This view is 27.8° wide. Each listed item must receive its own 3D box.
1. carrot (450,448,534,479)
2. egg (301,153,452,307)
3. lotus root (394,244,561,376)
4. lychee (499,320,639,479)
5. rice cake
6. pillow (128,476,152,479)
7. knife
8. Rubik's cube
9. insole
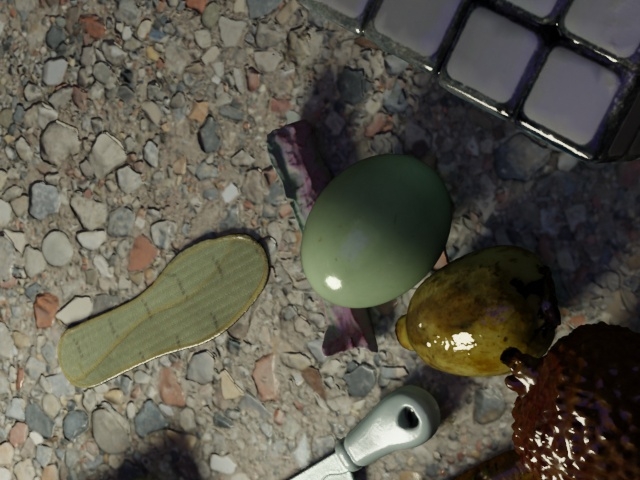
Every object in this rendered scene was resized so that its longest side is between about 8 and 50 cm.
[{"bbox_3d":[0.144,0.306,1.473,0.314,0.066,0.066,-32,79,20],"label":"carrot"},{"bbox_3d":[0.061,-0.010,1.431,0.149,0.149,0.192,34,74,20],"label":"egg"},{"bbox_3d":[0.168,0.085,1.415,0.214,0.138,0.138,-23,83,36],"label":"lotus root"},{"bbox_3d":[0.286,0.179,1.324,0.238,0.200,0.200,34,107,1],"label":"lychee"},{"bbox_3d":[0.001,-0.002,1.510,0.051,0.081,0.290,-19,84,38],"label":"rice cake"},{"bbox_3d":[-0.242,0.487,1.627,0.255,0.119,0.322,-32,79,23],"label":"pillow"},{"bbox_3d":[0.018,0.282,1.544,0.331,0.044,0.080,-41,83,28],"label":"knife"},{"bbox_3d":[0.234,-0.293,1.237,0.337,0.344,0.344,31,106,22],"label":"Rubik's cube"},{"bbox_3d":[-0.205,0.095,1.650,0.348,0.009,0.119,-28,82,24],"label":"insole"}]
